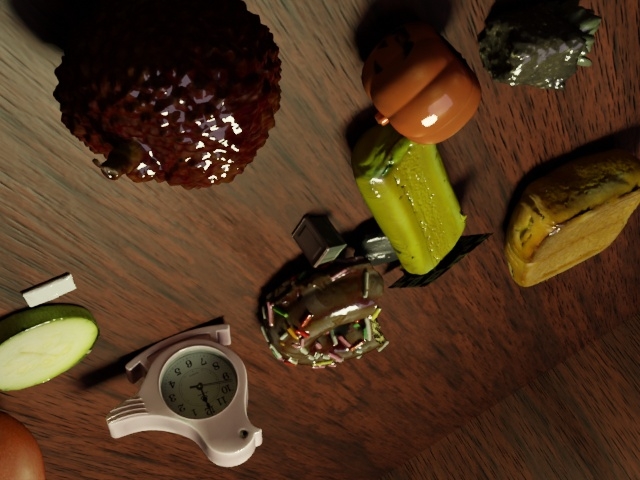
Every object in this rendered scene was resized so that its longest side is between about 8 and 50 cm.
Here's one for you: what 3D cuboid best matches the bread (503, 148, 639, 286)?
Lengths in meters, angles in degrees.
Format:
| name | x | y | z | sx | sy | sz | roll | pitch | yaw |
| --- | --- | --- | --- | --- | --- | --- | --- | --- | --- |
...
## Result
| name | x | y | z | sx | sy | sz | roll | pitch | yaw |
| --- | --- | --- | --- | --- | --- | --- | --- | --- | --- |
| bread | 0.568 | -0.055 | 2.096 | 0.337 | 0.148 | 0.328 | -25 | 154 | -15 |

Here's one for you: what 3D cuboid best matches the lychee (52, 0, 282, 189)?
| name | x | y | z | sx | sy | sz | roll | pitch | yaw |
| --- | --- | --- | --- | --- | --- | --- | --- | --- | --- |
| lychee | -0.180 | -0.180 | 1.087 | 0.264 | 0.264 | 0.300 | 92 | 24 | -56 |

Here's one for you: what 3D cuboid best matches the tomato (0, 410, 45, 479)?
| name | x | y | z | sx | sy | sz | roll | pitch | yaw |
| --- | --- | --- | --- | --- | --- | --- | --- | --- | --- |
| tomato | -0.641 | 0.448 | 1.581 | 0.321 | 0.321 | 0.321 | -23 | 150 | -14 |

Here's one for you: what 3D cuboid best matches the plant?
| name | x | y | z | sx | sy | sz | roll | pitch | yaw |
| --- | --- | --- | --- | --- | --- | --- | --- | --- | --- |
| plant | 0.372 | -0.326 | 1.510 | 0.194 | 0.132 | 0.129 | -14 | 149 | -20 |

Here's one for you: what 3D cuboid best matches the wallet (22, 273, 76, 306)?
| name | x | y | z | sx | sy | sz | roll | pitch | yaw |
| --- | --- | --- | --- | --- | --- | --- | --- | --- | --- |
| wallet | -0.448 | 0.083 | 1.505 | 0.083 | 0.011 | 0.044 | -23 | 150 | -14 |

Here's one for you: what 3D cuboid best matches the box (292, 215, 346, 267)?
| name | x | y | z | sx | sy | sz | roll | pitch | yaw |
| --- | --- | --- | --- | --- | --- | --- | --- | --- | --- |
| box | 0.000 | 0.000 | 1.718 | 0.063 | 0.084 | 0.060 | -7 | 142 | -45 |

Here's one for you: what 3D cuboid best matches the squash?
| name | x | y | z | sx | sy | sz | roll | pitch | yaw |
| --- | --- | --- | --- | --- | --- | --- | --- | --- | --- |
| squash | -0.499 | 0.188 | 1.601 | 0.219 | 0.041 | 0.219 | -27 | 154 | -14 |

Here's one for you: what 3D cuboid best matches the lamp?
| name | x | y | z | sx | sy | sz | roll | pitch | yaw |
| --- | --- | --- | --- | --- | --- | --- | --- | --- | --- |
| lamp | 0.148 | -0.235 | 1.392 | 0.164 | 0.187 | 0.188 | -40 | 150 | 19 |

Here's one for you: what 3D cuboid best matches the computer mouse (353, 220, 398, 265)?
| name | x | y | z | sx | sy | sz | roll | pitch | yaw |
| --- | --- | --- | --- | --- | --- | --- | --- | --- | --- |
| computer mouse | 0.168 | -0.007 | 1.870 | 0.217 | 0.073 | 0.122 | -22 | 150 | -13 |

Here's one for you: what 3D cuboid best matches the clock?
| name | x | y | z | sx | sy | sz | roll | pitch | yaw |
| --- | --- | --- | --- | --- | --- | --- | --- | --- | --- |
| clock | -0.272 | 0.327 | 1.780 | 0.290 | 0.275 | 0.080 | -19 | 153 | -14 |

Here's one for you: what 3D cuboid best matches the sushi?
| name | x | y | z | sx | sy | sz | roll | pitch | yaw |
| --- | --- | --- | --- | --- | --- | --- | --- | --- | --- |
| sushi | 0.235 | 0.029 | 1.906 | 0.192 | 0.043 | 0.279 | -38 | -175 | -9 |

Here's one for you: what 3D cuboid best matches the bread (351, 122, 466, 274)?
| name | x | y | z | sx | sy | sz | roll | pitch | yaw |
| --- | --- | --- | --- | --- | --- | --- | --- | --- | --- |
| bread | 0.160 | -0.085 | 1.671 | 0.166 | 0.112 | 0.383 | -46 | 143 | -9 |

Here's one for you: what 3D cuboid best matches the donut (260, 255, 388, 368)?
| name | x | y | z | sx | sy | sz | roll | pitch | yaw |
| --- | --- | --- | --- | --- | --- | --- | --- | --- | --- |
| donut | 0.007 | 0.167 | 1.901 | 0.259 | 0.136 | 0.345 | -18 | 152 | -6 |
